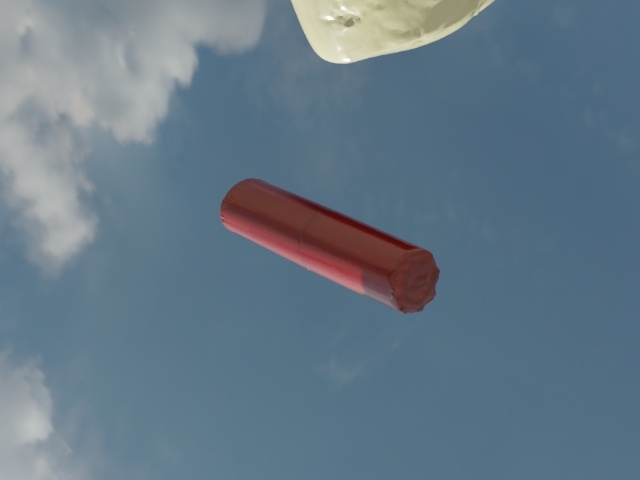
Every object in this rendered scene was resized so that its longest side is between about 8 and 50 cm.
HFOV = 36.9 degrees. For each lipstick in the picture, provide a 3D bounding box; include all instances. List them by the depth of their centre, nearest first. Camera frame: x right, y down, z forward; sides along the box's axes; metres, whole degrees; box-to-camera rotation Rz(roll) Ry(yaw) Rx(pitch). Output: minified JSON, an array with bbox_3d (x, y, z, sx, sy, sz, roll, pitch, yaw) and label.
[{"bbox_3d":[0.001,-0.001,0.994,0.073,0.073,0.279,-48,-138,-16],"label":"lipstick"}]

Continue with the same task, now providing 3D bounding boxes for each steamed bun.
[{"bbox_3d":[0.130,-0.502,1.394,0.455,0.371,0.290,-29,-141,-5],"label":"steamed bun"}]
